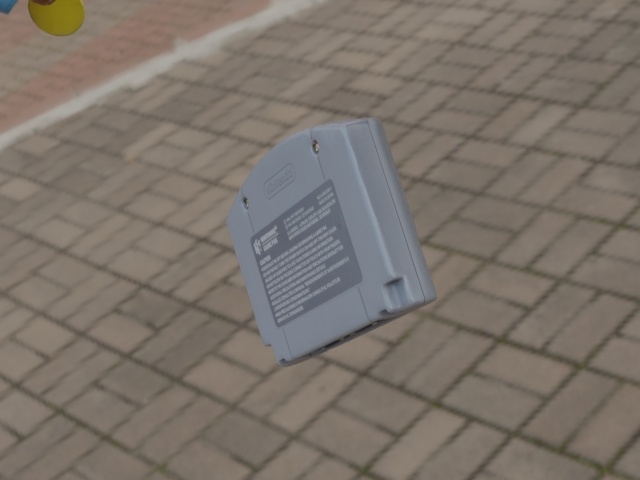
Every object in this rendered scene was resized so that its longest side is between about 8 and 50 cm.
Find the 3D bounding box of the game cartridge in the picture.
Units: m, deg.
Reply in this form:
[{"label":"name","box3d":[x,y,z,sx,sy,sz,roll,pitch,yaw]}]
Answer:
[{"label":"game cartridge","box3d":[0.000,0.000,0.351,0.017,0.056,0.083,-17,-7,-29]}]

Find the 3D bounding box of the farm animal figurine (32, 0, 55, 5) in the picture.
[{"label":"farm animal figurine","box3d":[-0.058,-0.248,0.341,0.327,0.330,0.172,2,35,47]}]

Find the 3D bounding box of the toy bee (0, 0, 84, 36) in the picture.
[{"label":"toy bee","box3d":[-0.332,-0.240,1.191,0.298,0.195,0.162,-40,4,-38]}]
